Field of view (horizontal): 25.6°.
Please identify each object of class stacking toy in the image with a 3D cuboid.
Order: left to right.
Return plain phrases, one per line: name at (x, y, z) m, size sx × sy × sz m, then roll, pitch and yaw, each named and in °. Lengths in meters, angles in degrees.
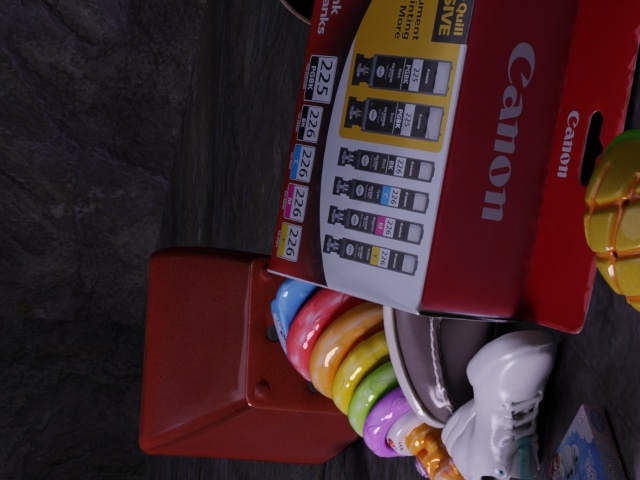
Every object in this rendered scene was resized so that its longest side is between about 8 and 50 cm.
stacking toy at (0.081, 0.156, 1.426) m, size 0.175 × 0.165 × 0.302 m, roll 77°, pitch 166°, yaw -49°

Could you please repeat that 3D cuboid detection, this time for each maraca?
maraca at (0.239, 0.010, 0.915) m, size 0.186 × 0.099 × 0.127 m, roll 59°, pitch 158°, yaw 25°

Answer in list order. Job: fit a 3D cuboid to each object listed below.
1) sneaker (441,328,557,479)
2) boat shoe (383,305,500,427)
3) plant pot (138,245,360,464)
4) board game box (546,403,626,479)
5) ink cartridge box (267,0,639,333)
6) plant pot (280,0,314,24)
sneaker at (0.167, 0.158, 1.217) m, size 0.212 × 0.080 × 0.094 m, roll 102°, pitch 154°, yaw -53°
boat shoe at (0.130, 0.014, 1.314) m, size 0.096 × 0.116 × 0.324 m, roll -5°, pitch 85°, yaw 49°
plant pot at (-0.055, 0.136, 1.760) m, size 0.235 × 0.267 × 0.267 m, roll -21°, pitch 64°, yaw 60°
board game box at (0.210, 0.192, 1.109) m, size 0.090 × 0.020 × 0.090 m, roll -100°, pitch 20°, yaw -44°
ink cartridge box at (0.108, -0.097, 1.168) m, size 0.272 × 0.130 × 0.309 m, roll 13°, pitch 95°, yaw 50°
plant pot at (0.039, -0.352, 1.667) m, size 0.230 × 0.215 × 0.215 m, roll -85°, pitch 2°, yaw -81°
